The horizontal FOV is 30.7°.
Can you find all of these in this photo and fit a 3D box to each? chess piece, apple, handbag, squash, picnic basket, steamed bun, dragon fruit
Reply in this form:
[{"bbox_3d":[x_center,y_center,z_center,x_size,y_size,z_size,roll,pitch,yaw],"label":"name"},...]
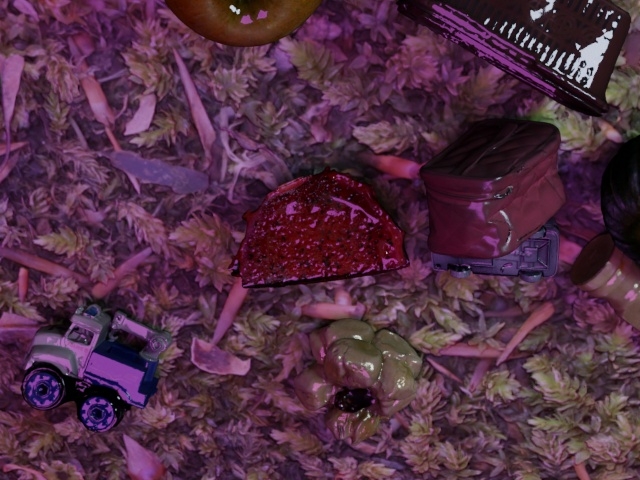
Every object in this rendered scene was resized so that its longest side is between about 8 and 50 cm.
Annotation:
[{"bbox_3d":[0.461,0.081,1.680,0.200,0.090,0.090,36,118,-16],"label":"chess piece"},{"bbox_3d":[-0.100,-0.370,1.496,0.237,0.207,0.237,-1,133,-1],"label":"apple"},{"bbox_3d":[0.232,-0.075,1.557,0.146,0.225,0.135,9,120,38],"label":"handbag"},{"bbox_3d":[0.480,-0.048,1.550,0.218,0.172,0.218,5,116,11],"label":"squash"},{"bbox_3d":[0.254,-0.280,1.475,0.297,0.222,0.129,30,96,-5],"label":"picnic basket"},{"bbox_3d":[0.050,0.218,1.806,0.192,0.106,0.177,38,116,-8],"label":"steamed bun"},{"bbox_3d":[0.000,0.000,1.689,0.262,0.163,0.189,-9,149,11],"label":"dragon fruit"}]

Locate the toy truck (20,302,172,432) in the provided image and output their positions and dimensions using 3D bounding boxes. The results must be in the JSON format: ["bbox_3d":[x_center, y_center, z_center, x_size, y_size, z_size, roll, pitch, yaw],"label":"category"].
[{"bbox_3d":[-0.360,0.194,1.861,0.213,0.161,0.177,22,99,-1],"label":"toy truck"}]

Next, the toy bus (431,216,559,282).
[{"bbox_3d":[0.251,-0.002,1.664,0.178,0.098,0.086,4,116,12],"label":"toy bus"}]
